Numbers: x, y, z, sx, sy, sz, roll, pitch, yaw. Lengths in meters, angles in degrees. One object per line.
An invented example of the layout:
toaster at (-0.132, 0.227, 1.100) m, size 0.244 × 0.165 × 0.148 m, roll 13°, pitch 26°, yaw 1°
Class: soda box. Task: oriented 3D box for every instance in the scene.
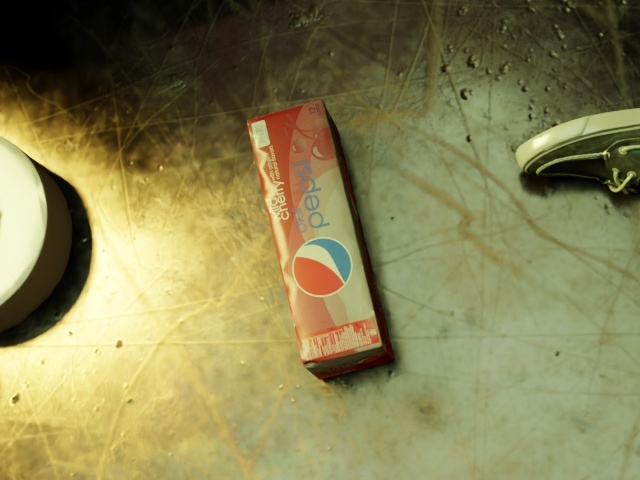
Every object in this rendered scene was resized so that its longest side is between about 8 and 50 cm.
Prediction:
soda box at (0.000, 0.000, 1.182) m, size 0.083 × 0.092 × 0.263 m, roll -15°, pitch 73°, yaw 7°

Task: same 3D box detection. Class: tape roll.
tape roll at (-0.384, -0.007, 1.273) m, size 0.219 × 0.072 × 0.219 m, roll -3°, pitch 76°, yaw 10°

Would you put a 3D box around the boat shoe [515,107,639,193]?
boat shoe at (0.304, -0.085, 1.151) m, size 0.219 × 0.078 × 0.070 m, roll -10°, pitch 73°, yaw 7°
